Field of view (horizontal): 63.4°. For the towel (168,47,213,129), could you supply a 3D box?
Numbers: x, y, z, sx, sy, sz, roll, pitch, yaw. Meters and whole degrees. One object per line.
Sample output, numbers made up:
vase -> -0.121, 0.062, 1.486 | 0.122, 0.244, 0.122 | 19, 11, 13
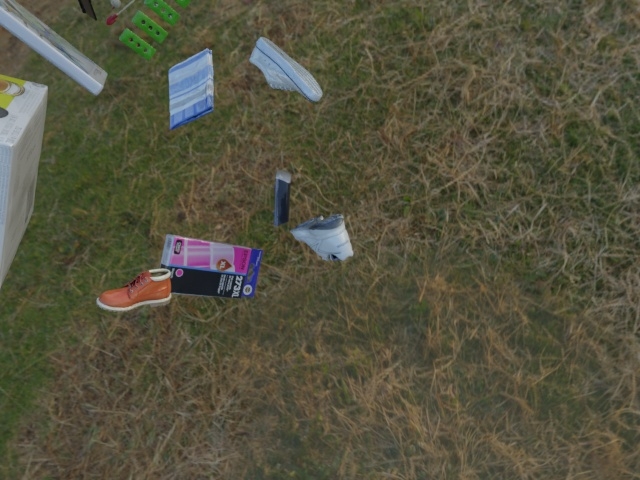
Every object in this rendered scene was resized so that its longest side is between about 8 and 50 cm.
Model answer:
towel -> -0.488, -0.568, 1.939 | 0.209, 0.034, 0.285 | -18, 65, 22

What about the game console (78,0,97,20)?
game console -> -0.844, -0.886, 1.883 | 0.071, 0.122, 0.107 | 8, 59, 1

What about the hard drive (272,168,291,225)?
hard drive -> -0.126, -0.145, 1.706 | 0.054, 0.254, 0.172 | 2, 102, -4

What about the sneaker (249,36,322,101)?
sneaker -> -0.102, -0.476, 1.504 | 0.258, 0.094, 0.091 | 46, 120, 14

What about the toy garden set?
toy garden set -> -0.556, -0.728, 1.616 | 0.244, 0.204, 0.049 | -51, 43, 9

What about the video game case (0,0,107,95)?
video game case -> -0.699, -0.510, 1.321 | 0.036, 0.329, 0.300 | -49, 30, 6

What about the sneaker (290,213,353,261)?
sneaker -> 0.000, 0.000, 1.498 | 0.111, 0.297, 0.129 | -28, 102, -15

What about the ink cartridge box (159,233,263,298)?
ink cartridge box -> -0.340, 0.094, 1.693 | 0.069, 0.371, 0.175 | 13, 92, 47

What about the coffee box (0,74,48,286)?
coffee box -> -0.781, -0.150, 1.048 | 0.334, 0.338, 0.337 | 11, 29, -23

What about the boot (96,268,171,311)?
boot -> -0.392, 0.101, 1.100 | 0.158, 0.084, 0.059 | -8, 37, -39
